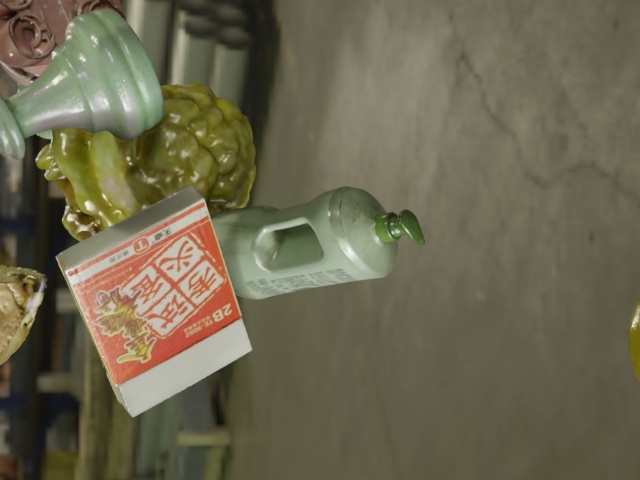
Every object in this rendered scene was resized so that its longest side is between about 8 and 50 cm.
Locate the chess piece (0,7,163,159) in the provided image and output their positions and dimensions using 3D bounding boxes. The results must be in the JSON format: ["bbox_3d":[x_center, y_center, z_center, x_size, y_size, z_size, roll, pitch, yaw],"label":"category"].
[{"bbox_3d":[-0.304,-0.124,1.508,0.139,0.272,0.139,51,158,29],"label":"chess piece"}]

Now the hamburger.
[{"bbox_3d":[-0.424,0.097,1.710,0.135,0.208,0.155,17,117,49],"label":"hamburger"}]

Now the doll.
[{"bbox_3d":[-0.381,-0.281,1.973,0.268,0.216,0.284,-21,88,53],"label":"doll"}]

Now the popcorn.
[{"bbox_3d":[-0.192,-0.072,1.713,0.259,0.259,0.212,154,96,-75],"label":"popcorn"}]

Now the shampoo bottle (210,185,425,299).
[{"bbox_3d":[0.000,0.000,1.576,0.234,0.118,0.087,-11,48,34],"label":"shampoo bottle"}]

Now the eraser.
[{"bbox_3d":[-0.167,0.067,1.547,0.038,0.157,0.230,46,158,44],"label":"eraser"}]

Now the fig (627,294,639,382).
[{"bbox_3d":[0.531,0.125,2.013,0.207,0.230,0.207,18,116,43],"label":"fig"}]
